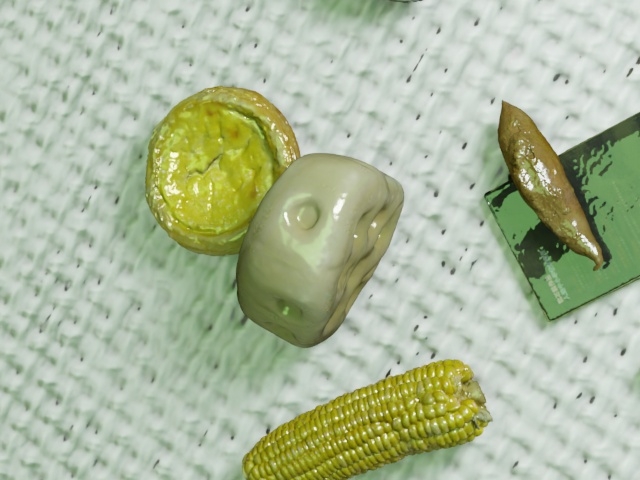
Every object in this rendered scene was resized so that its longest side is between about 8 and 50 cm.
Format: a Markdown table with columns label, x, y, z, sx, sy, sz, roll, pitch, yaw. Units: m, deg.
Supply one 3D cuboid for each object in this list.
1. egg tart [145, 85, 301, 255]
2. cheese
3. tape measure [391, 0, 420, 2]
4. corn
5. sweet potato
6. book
| label | x | y | z | sx | sy | sz | roll | pitch | yaw |
| --- | --- | --- | --- | --- | --- | --- | --- | --- | --- |
| egg tart | -0.104 | -0.077 | 2.039 | 0.191 | 0.074 | 0.191 | 0 | 89 | 16 |
| cheese | 0.000 | 0.000 | 1.947 | 0.117 | 0.218 | 0.235 | 29 | 131 | 13 |
| tape measure | 0.024 | -0.376 | 1.972 | 0.197 | 0.120 | 0.236 | 3 | 104 | 27 |
| corn | 0.045 | 0.212 | 1.990 | 0.291 | 0.101 | 0.101 | -24 | 84 | 19 |
| sweet potato | 0.235 | -0.056 | 1.922 | 0.060 | 0.068 | 0.206 | -40 | 80 | 37 |
| book | 0.307 | -0.032 | 1.942 | 0.228 | 0.024 | 0.160 | -28 | 81 | 15 |
